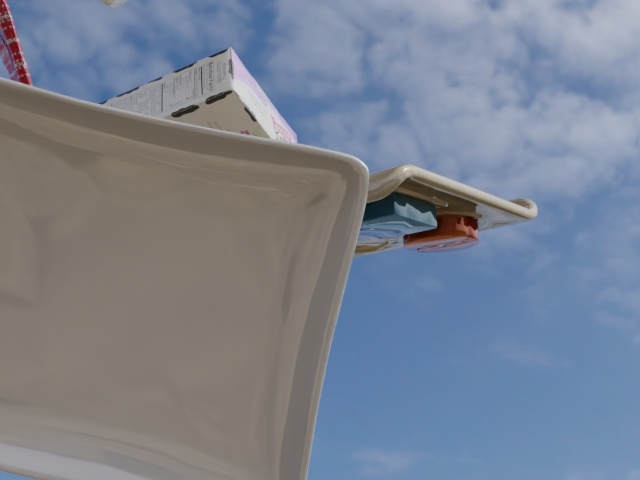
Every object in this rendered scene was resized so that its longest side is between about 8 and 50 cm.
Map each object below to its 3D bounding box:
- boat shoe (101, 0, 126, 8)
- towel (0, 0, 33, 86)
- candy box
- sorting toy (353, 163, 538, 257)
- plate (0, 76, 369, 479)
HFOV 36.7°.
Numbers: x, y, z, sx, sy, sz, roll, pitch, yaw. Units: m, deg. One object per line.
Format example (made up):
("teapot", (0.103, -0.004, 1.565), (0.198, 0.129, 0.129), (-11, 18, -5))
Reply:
("boat shoe", (-0.219, -0.343, 1.081), (0.097, 0.324, 0.117), (-44, -71, 12))
("towel", (-0.378, -0.160, 1.256), (0.031, 0.274, 0.199), (-17, 3, -16))
("candy box", (-0.145, -0.109, 1.095), (0.196, 0.070, 0.165), (-20, -39, 16))
("sorting toy", (0.000, 0.000, 0.817), (0.307, 0.041, 0.229), (-13, -12, 37))
("plate", (-0.126, 0.043, 0.620), (0.278, 0.045, 0.277), (12, -67, 3))
